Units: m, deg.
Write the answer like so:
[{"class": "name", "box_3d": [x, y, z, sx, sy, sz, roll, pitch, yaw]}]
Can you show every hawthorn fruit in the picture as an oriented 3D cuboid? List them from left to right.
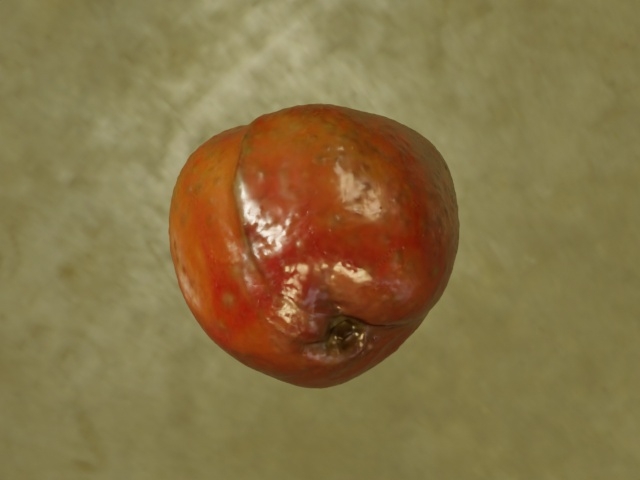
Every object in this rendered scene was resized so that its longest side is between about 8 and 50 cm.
[{"class": "hawthorn fruit", "box_3d": [0.000, 0.000, 0.813, 0.128, 0.128, 0.128, -5, 73, 16]}]
